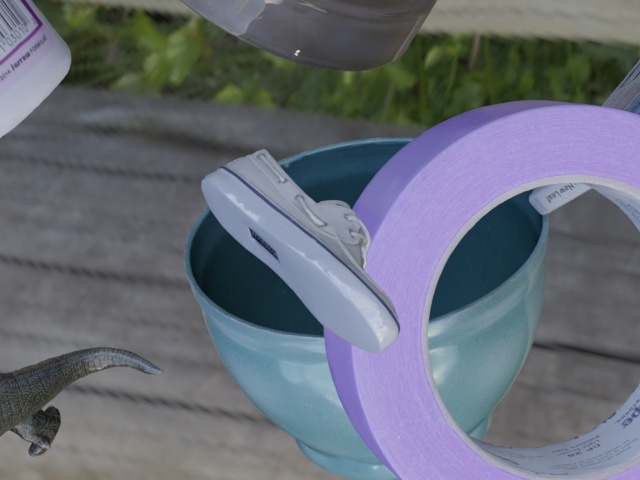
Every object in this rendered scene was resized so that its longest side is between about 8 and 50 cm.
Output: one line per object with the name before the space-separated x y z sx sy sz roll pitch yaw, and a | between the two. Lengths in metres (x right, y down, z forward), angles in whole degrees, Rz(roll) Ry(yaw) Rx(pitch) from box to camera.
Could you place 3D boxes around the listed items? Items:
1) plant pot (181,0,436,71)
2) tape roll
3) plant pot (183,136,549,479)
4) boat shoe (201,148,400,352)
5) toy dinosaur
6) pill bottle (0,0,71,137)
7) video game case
plant pot | 0.015 -0.353 1.673 0.323 0.323 0.280 34 123 -5
tape roll | 0.144 0.050 1.215 0.275 0.090 0.275 -1 97 -11
plant pot | 0.049 0.071 1.597 0.293 0.293 0.196 0 124 16
boat shoe | 0.000 0.000 0.684 0.100 0.035 0.035 40 156 37
toy dinosaur | -0.252 0.120 1.165 0.313 0.121 0.160 -3 163 17
pill bottle | -0.313 -0.184 1.249 0.169 0.169 0.301 -29 107 28
video game case | 0.270 -0.120 1.495 0.023 0.212 0.193 47 145 -6
